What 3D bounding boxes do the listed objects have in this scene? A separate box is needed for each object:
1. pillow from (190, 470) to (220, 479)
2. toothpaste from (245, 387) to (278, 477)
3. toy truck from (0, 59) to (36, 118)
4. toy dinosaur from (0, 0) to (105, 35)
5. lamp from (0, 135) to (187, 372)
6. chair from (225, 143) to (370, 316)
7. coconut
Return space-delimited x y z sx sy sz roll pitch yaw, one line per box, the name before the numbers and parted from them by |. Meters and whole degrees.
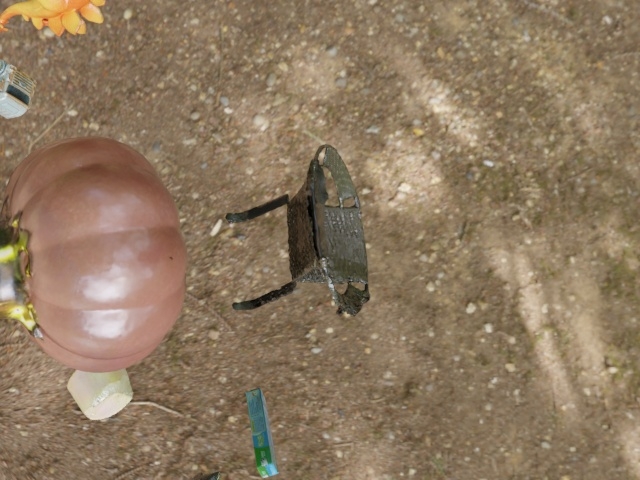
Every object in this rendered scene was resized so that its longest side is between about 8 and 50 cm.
pillow | -0.313 0.651 1.723 0.055 0.135 0.091 19 60 -27
toothpaste | -0.176 0.565 1.947 0.050 0.065 0.267 -16 42 -2
toy truck | -0.843 -0.348 1.636 0.108 0.256 0.140 40 48 -63
toy dinosaur | -0.320 -0.317 0.818 0.117 0.288 0.070 40 38 -18
lamp | -0.305 0.020 0.824 0.239 0.305 0.306 -11 83 -36
chair | 0.000 0.000 0.697 0.149 0.213 0.174 2 74 -25
coconut | -0.562 0.361 1.667 0.147 0.147 0.153 -23 57 -31
